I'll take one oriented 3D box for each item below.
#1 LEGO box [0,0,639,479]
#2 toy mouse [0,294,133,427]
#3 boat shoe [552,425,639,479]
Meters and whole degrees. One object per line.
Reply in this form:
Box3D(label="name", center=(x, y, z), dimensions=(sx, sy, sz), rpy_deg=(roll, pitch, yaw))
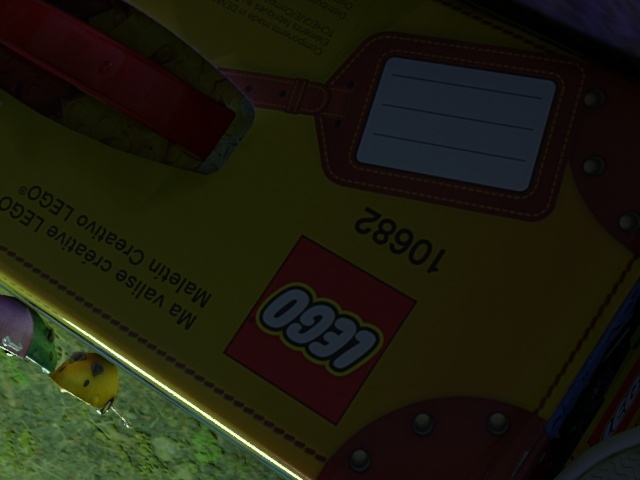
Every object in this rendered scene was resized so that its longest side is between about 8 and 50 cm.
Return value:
Box3D(label="LEGO box", center=(-0.050, -0.015, 0.760), dimensions=(0.500, 0.193, 0.372), rpy_deg=(30, 171, 25))
Box3D(label="toy mouse", center=(-0.187, 0.055, 0.910), dimensions=(0.143, 0.031, 0.161), rpy_deg=(31, 172, 17))
Box3D(label="boat shoe", center=(0.146, 0.084, 0.480), dimensions=(0.079, 0.233, 0.084), rpy_deg=(32, -162, -51))
